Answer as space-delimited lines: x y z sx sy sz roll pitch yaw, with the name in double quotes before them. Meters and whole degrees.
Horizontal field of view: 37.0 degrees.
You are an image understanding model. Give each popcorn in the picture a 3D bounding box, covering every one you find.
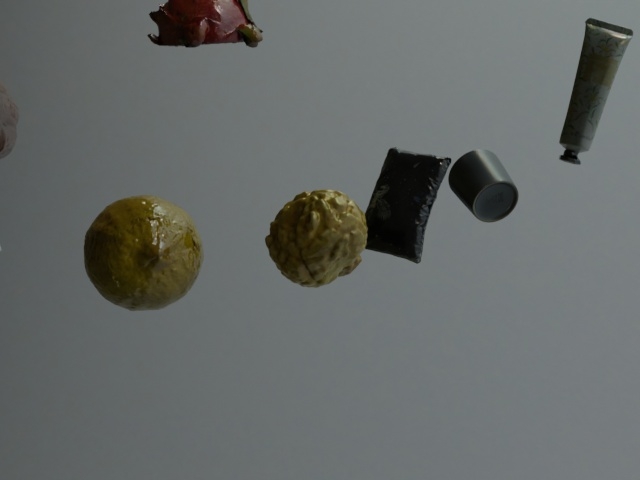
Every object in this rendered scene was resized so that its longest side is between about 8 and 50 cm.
"popcorn" 0.000 0.000 1.602 0.170 0.180 0.180 -167 -85 -76

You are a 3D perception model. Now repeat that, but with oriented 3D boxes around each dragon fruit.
"dragon fruit" -0.125 -0.238 1.015 0.126 0.112 0.068 -151 -124 -65

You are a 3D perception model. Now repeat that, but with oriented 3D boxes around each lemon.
"lemon" -0.290 0.021 1.570 0.231 0.192 0.192 -4 -111 64

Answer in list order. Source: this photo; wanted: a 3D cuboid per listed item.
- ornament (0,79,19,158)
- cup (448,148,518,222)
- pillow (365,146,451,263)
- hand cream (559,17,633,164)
"ornament" -0.575 -0.189 1.476 0.221 0.235 0.217 -52 -176 -4
"cup" 0.228 -0.064 1.319 0.078 0.100 0.077 -24 -141 0
"pillow" 0.151 -0.070 1.794 0.141 0.055 0.208 15 -98 26
"hand cream" 0.366 -0.200 1.298 0.042 0.067 0.195 -39 144 -82
